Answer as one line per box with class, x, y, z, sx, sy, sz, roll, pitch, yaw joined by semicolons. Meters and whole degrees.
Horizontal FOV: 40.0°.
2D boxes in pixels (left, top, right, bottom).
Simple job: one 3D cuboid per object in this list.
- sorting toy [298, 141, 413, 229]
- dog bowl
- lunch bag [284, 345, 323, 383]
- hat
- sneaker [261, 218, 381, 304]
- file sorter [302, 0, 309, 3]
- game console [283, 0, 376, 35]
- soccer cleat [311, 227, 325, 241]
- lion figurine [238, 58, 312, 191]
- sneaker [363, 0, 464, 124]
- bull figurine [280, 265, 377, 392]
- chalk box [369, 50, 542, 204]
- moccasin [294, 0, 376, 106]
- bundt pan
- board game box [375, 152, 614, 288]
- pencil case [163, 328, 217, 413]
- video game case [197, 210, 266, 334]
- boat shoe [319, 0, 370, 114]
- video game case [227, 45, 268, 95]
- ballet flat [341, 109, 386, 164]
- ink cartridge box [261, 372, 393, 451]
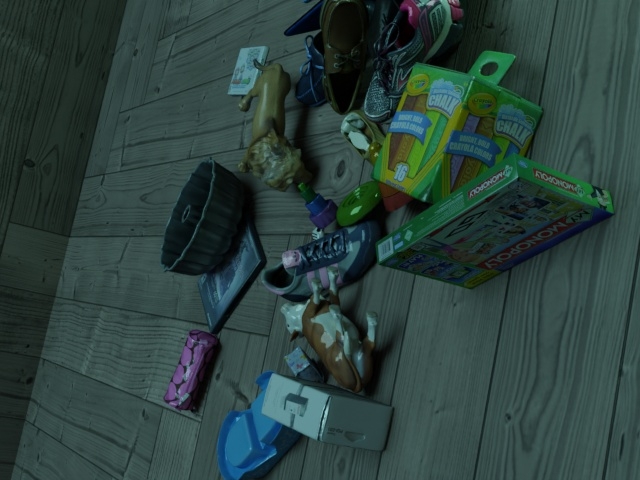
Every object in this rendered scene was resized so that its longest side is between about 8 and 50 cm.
sorting toy;0.067;-0.118;1.801;0.365;0.126;0.127;-17;29;53
dog bowl;-0.128;0.418;1.951;0.297;0.074;0.166;-52;38;30
lunch bag;-0.029;0.276;1.862;0.053;0.083;0.071;-35;35;-3
hat;0.215;-0.446;1.754;0.331;0.134;0.331;-178;90;-69
sneaker;-0.004;0.044;1.871;0.319;0.131;0.112;-40;44;41
file sorter;-0.035;-0.733;2.293;0.118;0.104;0.170;-10;68;55
game console;0.062;-0.607;2.013;0.293;0.173;0.250;-23;58;54
soccer cleat;0.000;0.000;1.983;0.035;0.029;0.083;-59;30;30
lion figurine;-0.122;-0.300;2.161;0.240;0.142;0.392;148;117;-69
sneaker;0.143;-0.338;1.627;0.121;0.112;0.299;56;142;26
bull figurine;0.019;0.174;1.788;0.310;0.101;0.188;43;137;49
chalk box;0.248;-0.200;1.547;0.180;0.179;0.289;30;101;57
moccasin;0.025;-0.452;2.060;0.342;0.117;0.137;-45;42;40
bundt pan;-0.307;-0.049;2.356;0.331;0.124;0.331;-47;30;38
board game box;0.270;-0.019;1.402;0.317;0.213;0.046;-36;48;45
pencil case;-0.337;0.340;2.293;0.098;0.095;0.209;-82;11;-84
video game case;-0.238;0.085;2.315;0.274;0.026;0.196;-55;37;29
boat shoe;0.059;-0.407;1.920;0.307;0.111;0.104;86;176;-54
video game case;-0.210;-0.487;2.532;0.157;0.019;0.143;15;89;58
ballet flat;0.087;-0.235;1.911;0.080;0.073;0.232;-62;34;17
ink cartridge box;0.010;0.329;1.696;0.218;0.159;0.092;10;84;58
